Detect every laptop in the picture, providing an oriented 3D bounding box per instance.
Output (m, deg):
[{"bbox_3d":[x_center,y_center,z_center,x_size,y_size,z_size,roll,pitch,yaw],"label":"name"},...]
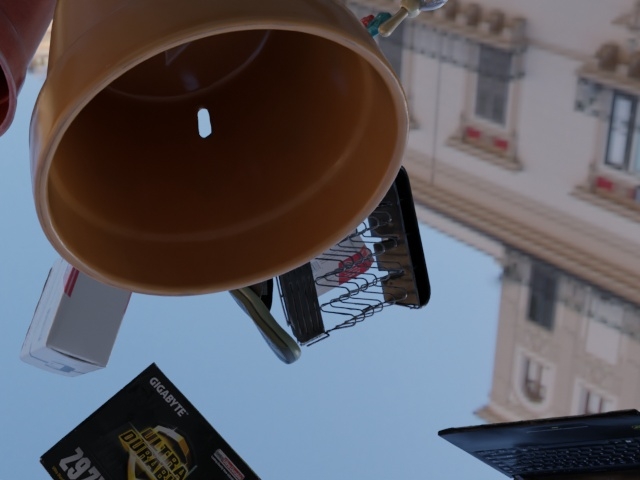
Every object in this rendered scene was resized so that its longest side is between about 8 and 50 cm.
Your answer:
[{"bbox_3d":[0.287,0.294,1.310,0.234,0.264,0.137,-13,-123,35],"label":"laptop"}]

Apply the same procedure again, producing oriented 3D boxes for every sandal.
[{"bbox_3d":[-0.112,0.081,2.106,0.086,0.120,0.303,-37,-110,-5],"label":"sandal"}]

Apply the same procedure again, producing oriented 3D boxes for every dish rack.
[{"bbox_3d":[0.038,0.023,1.654,0.074,0.208,0.271,-7,-171,38],"label":"dish rack"}]

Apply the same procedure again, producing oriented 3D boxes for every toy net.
[{"bbox_3d":[0.093,-0.274,1.544,0.232,0.045,0.122,-38,-162,19],"label":"toy net"}]

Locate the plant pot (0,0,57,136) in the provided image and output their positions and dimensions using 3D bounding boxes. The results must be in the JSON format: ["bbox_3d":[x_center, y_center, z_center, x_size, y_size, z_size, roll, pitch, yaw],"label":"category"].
[{"bbox_3d":[-0.483,-0.312,1.648,0.272,0.272,0.265,8,-133,14],"label":"plant pot"}]

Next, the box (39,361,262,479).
[{"bbox_3d":[-0.274,0.390,2.000,0.257,0.079,0.322,-41,-126,-11],"label":"box"}]

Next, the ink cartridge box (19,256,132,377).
[{"bbox_3d":[-0.333,0.098,1.671,0.092,0.159,0.218,23,163,-19],"label":"ink cartridge box"}]

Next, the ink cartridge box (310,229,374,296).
[{"bbox_3d":[0.000,0.000,1.941,0.109,0.150,0.063,-28,-172,21],"label":"ink cartridge box"}]

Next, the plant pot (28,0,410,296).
[{"bbox_3d":[-0.099,-0.123,0.976,0.290,0.291,0.203,-8,-130,-19],"label":"plant pot"}]
